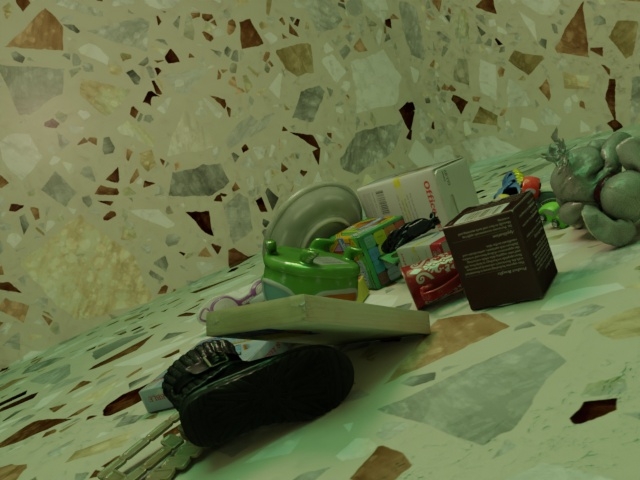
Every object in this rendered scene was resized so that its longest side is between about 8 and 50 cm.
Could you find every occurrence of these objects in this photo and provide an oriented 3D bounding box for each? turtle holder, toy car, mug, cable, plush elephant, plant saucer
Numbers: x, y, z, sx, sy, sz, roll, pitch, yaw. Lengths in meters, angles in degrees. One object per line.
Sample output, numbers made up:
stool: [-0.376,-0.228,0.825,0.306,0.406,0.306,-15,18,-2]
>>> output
turtle holder: [-0.055,0.114,1.629,0.320,0.228,0.243,9,9,26]
toy car: [0.628,-0.108,1.859,0.239,0.053,0.225,-31,45,-28]
mug: [0.296,0.099,1.550,0.169,0.113,0.150,-23,41,5]
cable: [0.252,-0.021,1.820,0.184,0.047,0.150,-32,-9,8]
plush elephant: [0.708,-0.123,1.549,0.330,0.255,0.272,16,-67,-45]
plant saucer: [0.000,0.000,2.144,0.400,0.401,0.100,-25,41,-24]

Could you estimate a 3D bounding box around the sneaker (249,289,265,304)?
sneaker: [-0.136,0.188,2.127,0.258,0.091,0.094,-26,9,41]

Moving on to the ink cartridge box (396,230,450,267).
ink cartridge box: [0.319,0.050,1.715,0.127,0.128,0.176,-26,10,-33]

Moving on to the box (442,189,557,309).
box: [0.403,0.021,1.428,0.168,0.203,0.167,-15,10,35]

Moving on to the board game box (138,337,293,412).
board game box: [-0.248,0.313,1.653,0.318,0.066,0.318,-18,9,24]

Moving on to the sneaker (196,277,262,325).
sneaker: [-0.300,0.234,2.261,0.305,0.114,0.152,-21,-7,-31]

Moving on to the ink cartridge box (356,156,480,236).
ink cartridge box: [0.332,-0.092,2.103,0.160,0.279,0.384,-25,9,-32]

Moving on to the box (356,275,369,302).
box: [0.066,0.172,1.810,0.087,0.058,0.232,-19,8,24]

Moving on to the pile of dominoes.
pile of dominoes: [-0.287,0.414,1.256,0.251,0.040,0.196,-36,21,-35]

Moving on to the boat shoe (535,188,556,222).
boat shoe: [0.621,-0.066,1.948,0.319,0.116,0.099,-17,49,-22]

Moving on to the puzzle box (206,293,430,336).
puzzle box: [0.006,0.172,1.322,0.272,0.052,0.408,-14,-18,39]

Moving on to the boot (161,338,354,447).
boot: [-0.132,0.267,1.261,0.347,0.131,0.260,-11,7,-17]

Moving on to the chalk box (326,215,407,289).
chalk box: [0.177,0.036,1.995,0.180,0.179,0.289,-25,9,-25]

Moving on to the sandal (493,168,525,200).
sandal: [0.685,-0.174,2.312,0.138,0.126,0.317,-24,6,12]
